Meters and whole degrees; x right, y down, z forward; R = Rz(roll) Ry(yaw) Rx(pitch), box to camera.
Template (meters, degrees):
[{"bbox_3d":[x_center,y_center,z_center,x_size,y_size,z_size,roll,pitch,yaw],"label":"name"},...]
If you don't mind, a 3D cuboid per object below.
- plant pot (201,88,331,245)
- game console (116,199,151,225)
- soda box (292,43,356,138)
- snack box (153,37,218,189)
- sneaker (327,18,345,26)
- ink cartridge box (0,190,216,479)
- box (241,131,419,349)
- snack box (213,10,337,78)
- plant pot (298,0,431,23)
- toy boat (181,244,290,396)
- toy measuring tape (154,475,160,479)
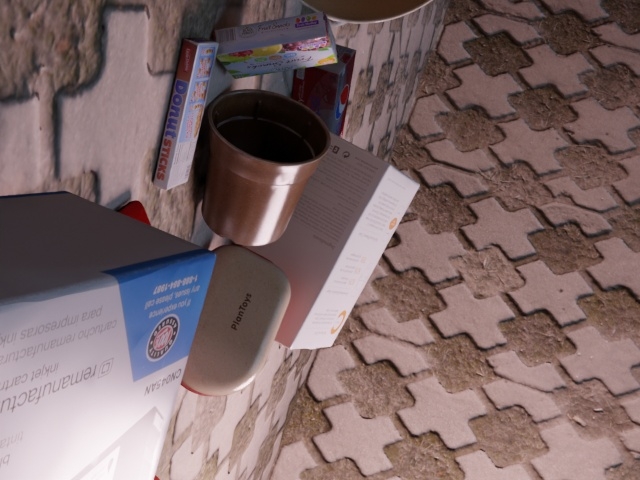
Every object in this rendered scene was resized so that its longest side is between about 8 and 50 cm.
[{"bbox_3d":[-0.089,-0.093,1.168,0.167,0.166,0.165,-59,173,-50],"label":"plant pot"},{"bbox_3d":[-0.244,0.039,0.945,0.144,0.085,0.124,-54,129,-61],"label":"game console"},{"bbox_3d":[-0.003,-0.229,1.553,0.263,0.083,0.092,99,14,-45],"label":"soda box"},{"bbox_3d":[-0.161,-0.151,1.018,0.064,0.022,0.178,-40,148,-70],"label":"snack box"},{"bbox_3d":[0.055,-0.413,1.504,0.212,0.094,0.080,-32,138,-75],"label":"sneaker"},{"bbox_3d":[-0.254,0.179,0.625,0.285,0.166,0.395,-17,126,-68],"label":"ink cartridge box"},{"bbox_3d":[0.000,0.000,1.487,0.345,0.168,0.215,-62,160,4],"label":"box"},{"bbox_3d":[-0.055,-0.246,1.080,0.100,0.141,0.037,31,52,-80],"label":"snack box"},{"bbox_3d":[0.047,-0.441,1.044,0.191,0.283,0.284,-111,-157,-44],"label":"plant pot"},{"bbox_3d":[-0.154,0.128,1.320,0.151,0.151,0.231,-26,-142,62],"label":"toy boat"},{"bbox_3d":[-0.265,0.399,1.199,0.330,0.121,0.121,94,18,-55],"label":"toy measuring tape"}]
